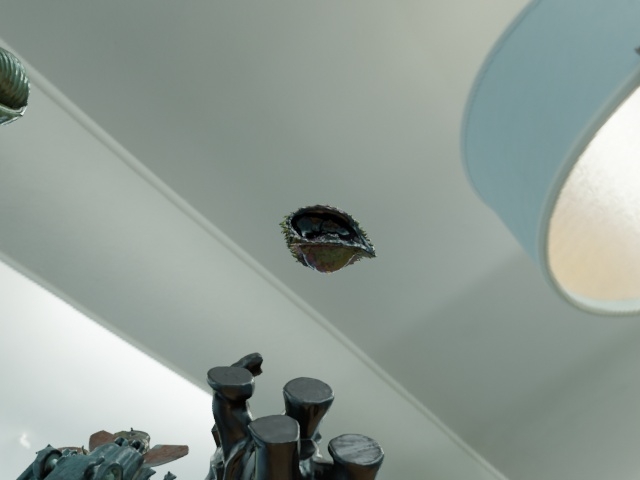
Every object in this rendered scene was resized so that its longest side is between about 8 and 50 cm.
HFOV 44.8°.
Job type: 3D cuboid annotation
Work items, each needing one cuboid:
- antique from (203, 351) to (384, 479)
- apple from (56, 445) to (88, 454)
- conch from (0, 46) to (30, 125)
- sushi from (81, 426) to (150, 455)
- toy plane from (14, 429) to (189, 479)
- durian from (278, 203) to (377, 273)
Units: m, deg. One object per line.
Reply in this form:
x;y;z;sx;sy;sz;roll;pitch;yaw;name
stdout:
-0.066;0.332;1.092;0.185;0.322;0.255;-7;-63;-31;antique
-0.514;0.509;1.568;0.168;0.181;0.181;-47;-50;-4;apple
-0.464;-0.205;1.050;0.102;0.135;0.153;-44;-26;29;conch
-0.289;0.322;1.093;0.097;0.103;0.226;-3;-7;-7;sushi
-0.287;0.299;0.825;0.223;0.326;0.104;3;-74;26;toy plane
-0.001;0.003;1.492;0.187;0.119;0.108;8;-42;-17;durian
